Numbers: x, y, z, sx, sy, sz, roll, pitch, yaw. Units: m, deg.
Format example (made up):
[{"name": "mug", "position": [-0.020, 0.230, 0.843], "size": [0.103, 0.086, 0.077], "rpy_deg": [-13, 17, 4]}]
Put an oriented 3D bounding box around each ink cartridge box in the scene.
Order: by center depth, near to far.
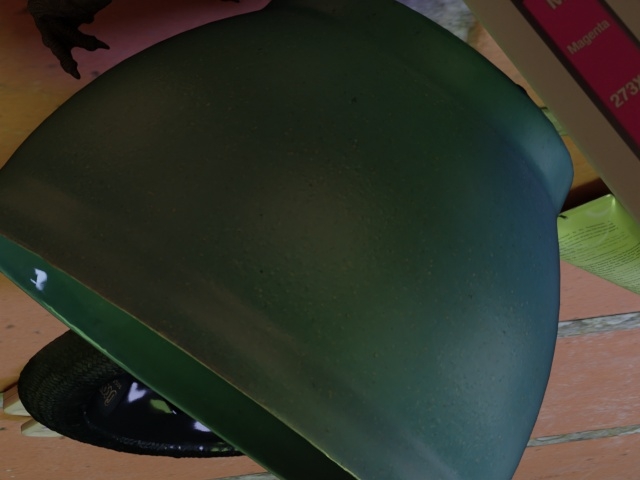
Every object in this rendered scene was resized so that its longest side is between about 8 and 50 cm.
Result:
[{"name": "ink cartridge box", "position": [0.130, -0.051, 0.646], "size": [0.069, 0.371, 0.176], "rpy_deg": [-40, 152, 9]}]

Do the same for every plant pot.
[{"name": "plant pot", "position": [0.000, 0.000, 0.759], "size": [0.293, 0.196, 0.293], "rpy_deg": [34, 168, 8]}]

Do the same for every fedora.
[{"name": "fedora", "position": [-0.049, 0.040, 1.061], "size": [0.334, 0.152, 0.334], "rpy_deg": [-7, 160, -3]}]

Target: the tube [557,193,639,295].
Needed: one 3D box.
[{"name": "tube", "position": [0.256, 0.010, 1.247], "size": [0.240, 0.062, 0.070], "rpy_deg": [20, 105, -44]}]

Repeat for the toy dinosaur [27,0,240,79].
[{"name": "toy dinosaur", "position": [-0.100, -0.134, 0.724], "size": [0.268, 0.064, 0.118], "rpy_deg": [-8, 157, 13]}]

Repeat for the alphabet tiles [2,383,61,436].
[{"name": "alphabet tiles", "position": [-0.150, 0.145, 1.498], "size": [0.284, 0.021, 0.278], "rpy_deg": [9, 154, -38]}]
